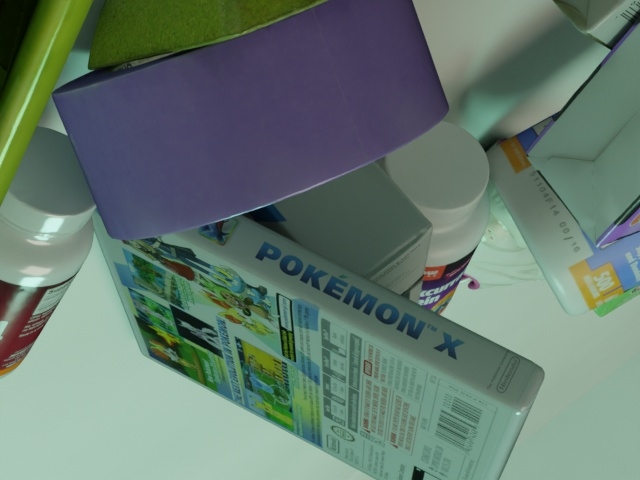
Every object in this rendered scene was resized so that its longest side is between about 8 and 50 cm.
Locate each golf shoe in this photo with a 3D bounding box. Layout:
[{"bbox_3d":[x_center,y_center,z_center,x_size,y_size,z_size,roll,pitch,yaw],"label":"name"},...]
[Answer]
[{"bbox_3d":[0.183,-0.008,1.394,0.140,0.115,0.306,-33,155,19],"label":"golf shoe"}]

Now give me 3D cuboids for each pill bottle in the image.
[{"bbox_3d":[0.073,-0.012,1.175,0.108,0.108,0.193,-27,159,-21],"label":"pill bottle"},{"bbox_3d":[-0.181,0.008,0.835,0.086,0.086,0.152,-16,152,-44],"label":"pill bottle"},{"bbox_3d":[0.277,-0.067,1.151,0.272,0.152,0.152,-29,162,8],"label":"pill bottle"}]

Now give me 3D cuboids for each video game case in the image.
[{"bbox_3d":[-0.008,0.081,1.006,0.036,0.300,0.329,-60,168,-19],"label":"video game case"}]

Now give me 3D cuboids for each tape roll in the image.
[{"bbox_3d":[-0.035,-0.073,0.758,0.189,0.080,0.189,-19,-168,4],"label":"tape roll"}]

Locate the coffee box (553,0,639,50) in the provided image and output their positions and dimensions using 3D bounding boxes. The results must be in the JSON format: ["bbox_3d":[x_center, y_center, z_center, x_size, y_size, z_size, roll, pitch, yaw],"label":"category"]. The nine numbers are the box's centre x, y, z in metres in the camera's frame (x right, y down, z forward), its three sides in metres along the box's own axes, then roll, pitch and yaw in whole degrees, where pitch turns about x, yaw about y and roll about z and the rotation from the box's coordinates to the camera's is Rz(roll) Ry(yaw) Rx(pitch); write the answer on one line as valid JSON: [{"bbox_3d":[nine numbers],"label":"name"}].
[{"bbox_3d":[0.190,-0.190,0.859,0.119,0.168,0.297,-42,161,19],"label":"coffee box"}]

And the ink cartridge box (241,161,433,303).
[{"bbox_3d":[0.000,0.000,1.031,0.082,0.139,0.190,-36,162,-13],"label":"ink cartridge box"}]

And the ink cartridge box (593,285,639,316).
[{"bbox_3d":[0.366,-0.059,1.537,0.198,0.114,0.273,-29,160,-17],"label":"ink cartridge box"}]

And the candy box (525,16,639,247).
[{"bbox_3d":[0.233,-0.090,0.803,0.196,0.070,0.165,-17,154,-41],"label":"candy box"}]

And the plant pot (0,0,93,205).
[{"bbox_3d":[-0.198,-0.077,0.414,0.207,0.227,0.228,-26,159,-43],"label":"plant pot"}]

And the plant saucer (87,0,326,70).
[{"bbox_3d":[-0.011,-0.142,0.723,0.188,0.045,0.188,-26,-167,-24],"label":"plant saucer"}]
